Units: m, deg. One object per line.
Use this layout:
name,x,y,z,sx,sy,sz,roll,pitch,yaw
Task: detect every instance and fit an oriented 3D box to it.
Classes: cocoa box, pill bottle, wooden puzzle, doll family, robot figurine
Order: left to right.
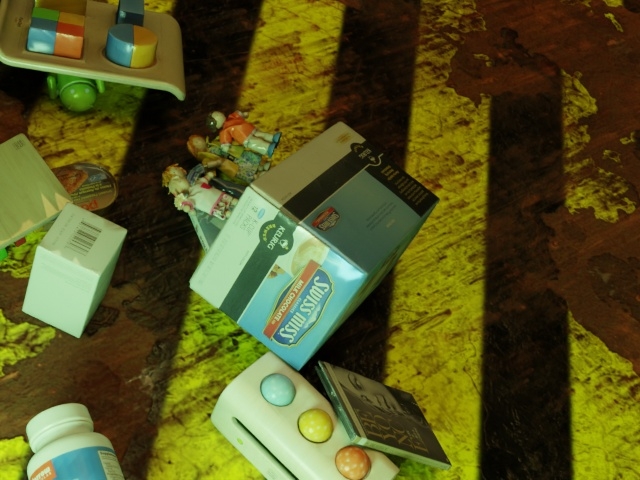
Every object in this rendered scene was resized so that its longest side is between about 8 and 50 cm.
robot figurine,-0.443,-0.281,2.085,0.101,0.067,0.115,-8,55,-14
pill bottle,-0.335,0.344,1.593,0.124,0.124,0.221,-10,58,-30
wooden puzzle,-0.415,-0.392,2.119,0.348,0.080,0.322,12,31,-16
doll family,-0.188,-0.115,2.029,0.163,0.118,0.263,22,52,2
cocoa box,0.000,0.000,1.862,0.228,0.231,0.347,38,32,6

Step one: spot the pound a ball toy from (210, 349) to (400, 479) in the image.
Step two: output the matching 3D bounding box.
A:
pound a ball toy,-0.028,0.337,1.723,0.319,0.135,0.208,43,49,14

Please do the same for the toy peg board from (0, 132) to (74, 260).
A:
toy peg board,-0.503,-0.061,1.851,0.161,0.079,0.161,-33,70,-19

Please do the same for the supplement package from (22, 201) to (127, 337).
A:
supplement package,-0.381,0.047,1.772,0.105,0.179,0.105,25,48,-3

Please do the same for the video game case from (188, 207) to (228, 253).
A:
video game case,-0.116,-0.007,2.036,0.201,0.023,0.183,-9,58,-29

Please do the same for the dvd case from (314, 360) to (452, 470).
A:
dvd case,0.100,0.277,1.816,0.221,0.018,0.164,24,25,-38

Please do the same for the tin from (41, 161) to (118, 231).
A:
tin,-0.435,-0.073,1.944,0.190,0.040,0.106,-17,58,-32
